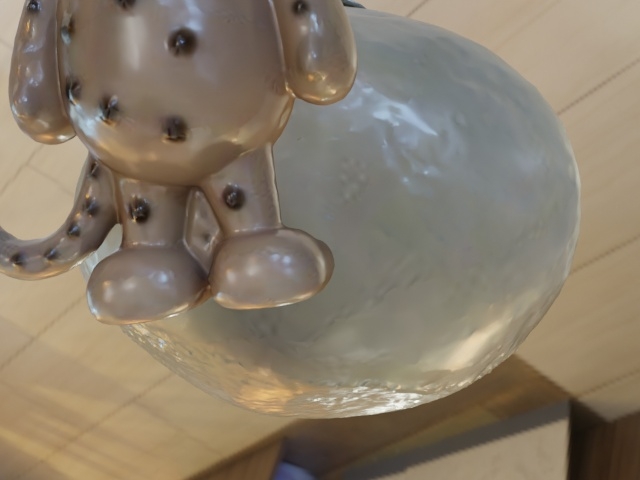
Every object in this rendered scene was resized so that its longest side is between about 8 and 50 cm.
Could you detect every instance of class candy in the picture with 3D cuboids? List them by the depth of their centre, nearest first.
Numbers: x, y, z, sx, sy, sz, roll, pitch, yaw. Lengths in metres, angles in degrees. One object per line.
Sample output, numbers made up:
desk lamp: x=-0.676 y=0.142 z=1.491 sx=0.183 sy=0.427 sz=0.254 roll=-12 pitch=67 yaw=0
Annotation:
candy: x=0.000 y=0.000 z=0.673 sx=0.295 sy=0.185 sz=0.295 roll=4 pitch=126 yaw=6

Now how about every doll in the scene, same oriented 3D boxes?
doll: x=-0.060 y=-0.110 z=0.406 sx=0.154 sy=0.119 sz=0.278 roll=1 pitch=94 yaw=11
